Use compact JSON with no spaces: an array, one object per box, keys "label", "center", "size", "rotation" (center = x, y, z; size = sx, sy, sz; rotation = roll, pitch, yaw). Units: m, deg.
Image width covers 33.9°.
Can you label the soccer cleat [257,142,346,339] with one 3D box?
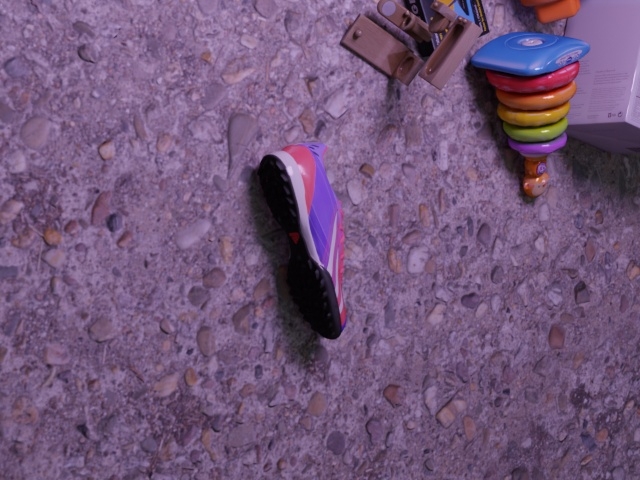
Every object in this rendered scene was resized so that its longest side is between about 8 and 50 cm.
[{"label":"soccer cleat","center":[0.000,0.000,1.670],"size":[0.116,0.108,0.318],"rotation":[-24,104,-34]}]

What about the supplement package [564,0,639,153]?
[{"label":"supplement package","center":[0.582,-0.315,1.968],"size":[0.198,0.199,0.263],"rotation":[16,84,-33]}]

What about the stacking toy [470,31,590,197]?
[{"label":"stacking toy","center":[0.386,-0.213,1.897],"size":[0.175,0.165,0.302],"rotation":[-25,121,-33]}]

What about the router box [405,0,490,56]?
[{"label":"router box","center":[0.210,-0.421,1.810],"size":[0.133,0.046,0.179],"rotation":[-28,108,-28]}]

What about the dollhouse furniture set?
[{"label":"dollhouse furniture set","center":[0.143,-0.328,1.684],"size":[0.123,0.151,0.144],"rotation":[29,102,-30]}]

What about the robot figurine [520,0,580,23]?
[{"label":"robot figurine","center":[0.404,-0.505,1.886],"size":[0.158,0.128,0.220],"rotation":[-26,108,-25]}]
